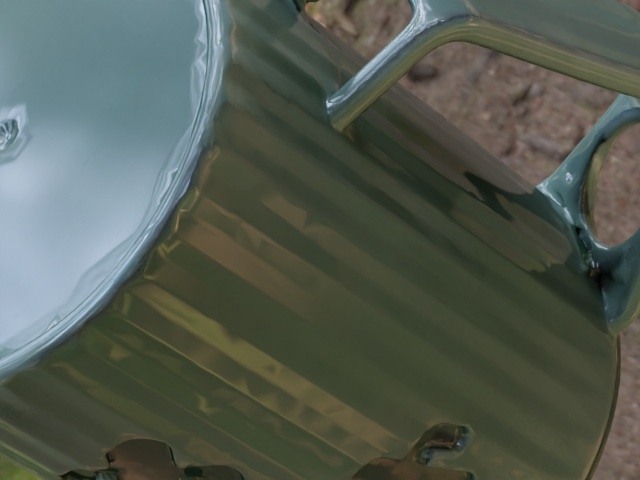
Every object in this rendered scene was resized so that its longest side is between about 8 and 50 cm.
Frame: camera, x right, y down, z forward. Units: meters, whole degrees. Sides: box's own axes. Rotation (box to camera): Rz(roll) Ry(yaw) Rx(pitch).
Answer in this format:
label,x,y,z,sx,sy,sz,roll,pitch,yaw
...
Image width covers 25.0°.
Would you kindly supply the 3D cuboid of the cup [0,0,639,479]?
label,x,y,z,sx,sy,sz,roll,pitch,yaw
cup,-0.017,-0.008,0.807,0.310,0.392,0.401,31,86,41
